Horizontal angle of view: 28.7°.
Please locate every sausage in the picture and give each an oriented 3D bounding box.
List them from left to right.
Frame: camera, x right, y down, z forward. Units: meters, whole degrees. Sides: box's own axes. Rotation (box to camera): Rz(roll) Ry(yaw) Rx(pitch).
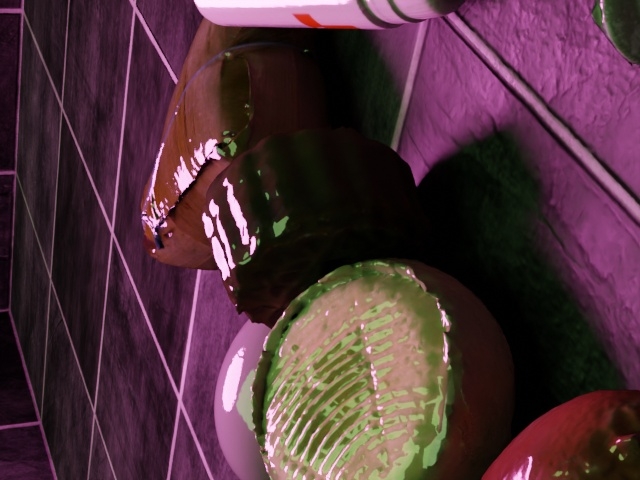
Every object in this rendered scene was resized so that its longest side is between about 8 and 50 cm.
[{"bbox_3d":[0.194,0.196,0.928,0.254,0.148,0.148,117,142,-54],"label":"sausage"}]

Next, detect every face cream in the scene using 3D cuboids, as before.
[{"bbox_3d":[0.009,-0.261,1.241,0.345,0.102,0.102,13,107,47],"label":"face cream"}]

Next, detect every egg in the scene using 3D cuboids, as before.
[{"bbox_3d":[-0.030,0.174,1.408,0.176,0.176,0.231,-157,75,-65],"label":"egg"}]

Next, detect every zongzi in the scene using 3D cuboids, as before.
[{"bbox_3d":[-0.115,-0.176,1.543,0.356,0.174,0.393,-44,44,53],"label":"zongzi"}]

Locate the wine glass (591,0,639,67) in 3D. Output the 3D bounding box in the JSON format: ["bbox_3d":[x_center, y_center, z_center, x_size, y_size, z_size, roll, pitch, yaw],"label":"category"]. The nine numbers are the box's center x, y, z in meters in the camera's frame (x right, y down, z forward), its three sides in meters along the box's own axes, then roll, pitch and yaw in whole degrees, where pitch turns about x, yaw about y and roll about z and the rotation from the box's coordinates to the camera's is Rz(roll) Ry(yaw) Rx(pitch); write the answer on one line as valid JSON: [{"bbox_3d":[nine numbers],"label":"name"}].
[{"bbox_3d":[0.270,-0.115,0.712,0.241,0.126,0.126,-130,41,-54],"label":"wine glass"}]

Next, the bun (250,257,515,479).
[{"bbox_3d":[0.068,0.142,1.150,0.259,0.152,0.259,-19,59,37],"label":"bun"}]

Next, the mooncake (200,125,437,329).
[{"bbox_3d":[0.000,0.000,1.239,0.228,0.228,0.124,112,152,-46],"label":"mooncake"}]
